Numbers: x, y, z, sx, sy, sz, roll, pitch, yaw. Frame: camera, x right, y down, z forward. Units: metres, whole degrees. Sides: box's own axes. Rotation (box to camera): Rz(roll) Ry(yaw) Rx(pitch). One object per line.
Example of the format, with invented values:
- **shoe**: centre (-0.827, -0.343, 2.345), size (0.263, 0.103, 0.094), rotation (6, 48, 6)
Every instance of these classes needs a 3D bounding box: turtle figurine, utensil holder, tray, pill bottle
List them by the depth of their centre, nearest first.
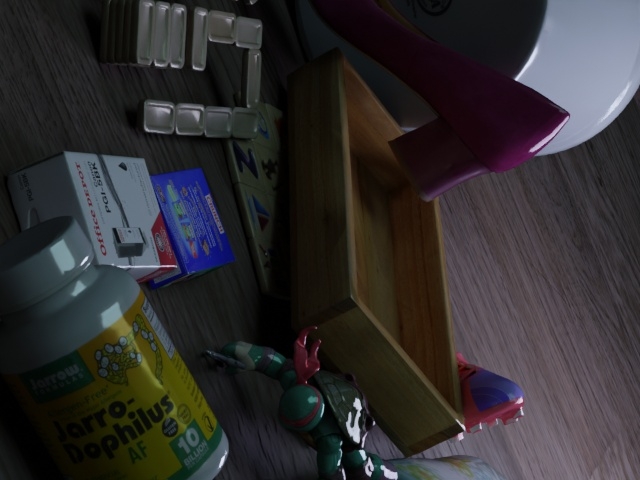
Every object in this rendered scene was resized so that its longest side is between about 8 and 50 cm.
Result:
- **pill bottle**: centre (-0.161, 0.092, 1.413), size (0.208, 0.117, 0.117), rotation (62, 22, -17)
- **turtle figurine**: centre (-0.009, 0.165, 1.730), size (0.234, 0.118, 0.175), rotation (37, 36, -63)
- **tray**: centre (0.048, 0.003, 1.995), size (0.203, 0.076, 0.411), rotation (50, 22, -32)
- **utensil holder**: centre (0.187, -0.270, 2.324), size (0.385, 0.327, 0.328), rotation (1, 69, -66)

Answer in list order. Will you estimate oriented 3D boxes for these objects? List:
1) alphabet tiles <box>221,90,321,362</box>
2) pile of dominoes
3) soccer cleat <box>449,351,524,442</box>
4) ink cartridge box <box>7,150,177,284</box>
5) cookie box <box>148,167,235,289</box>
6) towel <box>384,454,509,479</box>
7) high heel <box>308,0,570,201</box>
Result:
- **alphabet tiles**: centre (0.000, 0.000, 2.043), size (0.342, 0.011, 0.285), rotation (21, 50, -62)
- **pile of dominoes**: centre (-0.124, -0.195, 1.841), size (0.251, 0.040, 0.196), rotation (-2, 95, -67)
- **soccer cleat**: centre (0.137, 0.151, 2.009), size (0.248, 0.083, 0.095), rotation (148, -75, -76)
- **ink cartridge box**: centre (-0.177, -0.014, 1.561), size (0.135, 0.056, 0.099), rotation (-1, 71, -68)
- **cookie box**: centre (-0.123, -0.011, 1.710), size (0.092, 0.040, 0.107), rotation (69, 21, 3)
- **towel**: centre (0.204, 0.350, 1.916), size (0.374, 0.090, 0.320), rotation (44, 10, 20)
- **high heel**: centre (0.105, -0.239, 2.078), size (0.377, 0.181, 0.127), rotation (61, 18, -3)
